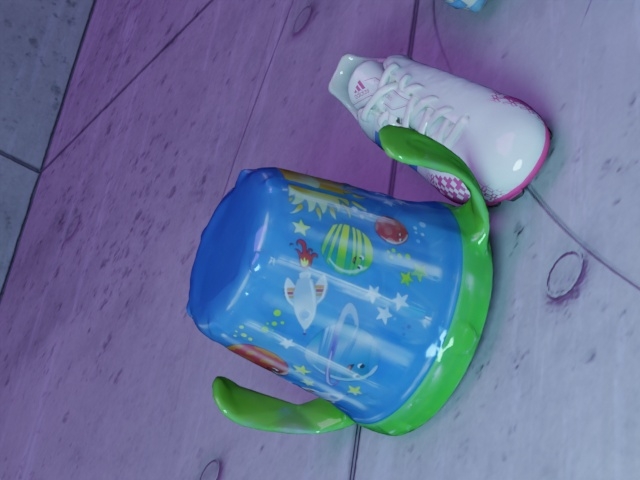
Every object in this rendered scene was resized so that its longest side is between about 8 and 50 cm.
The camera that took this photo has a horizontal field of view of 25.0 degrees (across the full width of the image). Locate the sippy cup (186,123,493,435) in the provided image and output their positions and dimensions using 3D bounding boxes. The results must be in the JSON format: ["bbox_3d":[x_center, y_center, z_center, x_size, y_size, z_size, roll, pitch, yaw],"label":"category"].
[{"bbox_3d":[0.006,0.041,1.353,0.240,0.224,0.305,6,76,66],"label":"sippy cup"}]

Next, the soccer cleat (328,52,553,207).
[{"bbox_3d":[0.104,-0.120,1.453,0.116,0.143,0.331,-61,24,2],"label":"soccer cleat"}]

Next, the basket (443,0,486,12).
[{"bbox_3d":[0.088,-0.401,1.598,0.201,0.289,0.255,-55,26,15],"label":"basket"}]

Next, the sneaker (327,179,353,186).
[{"bbox_3d":[0.000,0.000,1.608,0.132,0.086,0.228,-51,25,18],"label":"sneaker"}]
